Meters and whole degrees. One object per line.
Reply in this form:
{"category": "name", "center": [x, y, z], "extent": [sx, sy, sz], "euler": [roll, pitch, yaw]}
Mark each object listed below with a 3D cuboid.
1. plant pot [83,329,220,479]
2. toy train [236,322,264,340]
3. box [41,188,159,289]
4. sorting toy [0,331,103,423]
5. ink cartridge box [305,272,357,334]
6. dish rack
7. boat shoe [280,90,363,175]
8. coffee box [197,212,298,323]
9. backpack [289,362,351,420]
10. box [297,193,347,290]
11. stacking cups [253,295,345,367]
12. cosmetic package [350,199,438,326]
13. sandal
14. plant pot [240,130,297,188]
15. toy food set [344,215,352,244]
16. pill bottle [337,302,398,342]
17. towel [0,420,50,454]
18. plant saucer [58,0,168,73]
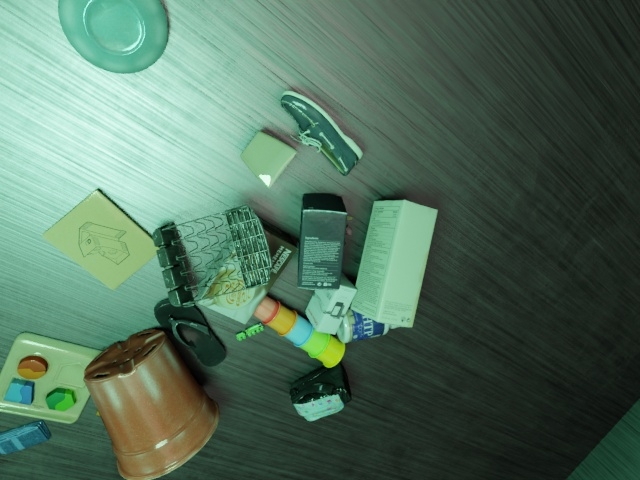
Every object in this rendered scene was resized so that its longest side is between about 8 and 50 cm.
{"category": "plant pot", "center": [-0.430, 0.387, 1.052], "extent": [0.272, 0.272, 0.265], "euler": [-21, 109, -9]}
{"category": "toy train", "center": [-0.201, 0.258, 1.197], "extent": [0.083, 0.017, 0.023], "euler": [-24, 107, -7]}
{"category": "box", "center": [-0.505, 0.003, 0.987], "extent": [0.164, 0.021, 0.201], "euler": [-40, 119, 1]}
{"category": "sorting toy", "center": [-0.649, 0.376, 1.084], "extent": [0.307, 0.041, 0.229], "euler": [25, 103, -25]}
{"category": "ink cartridge box", "center": [0.027, 0.171, 1.182], "extent": [0.063, 0.109, 0.150], "euler": [18, 105, -26]}
{"category": "dish rack", "center": [-0.246, 0.035, 0.972], "extent": [0.272, 0.074, 0.208], "euler": [-15, 92, 9]}
{"category": "boat shoe", "center": [-0.005, -0.251, 1.008], "extent": [0.254, 0.095, 0.079], "euler": [36, 86, -36]}
{"category": "coffee box", "center": [-0.189, 0.070, 1.074], "extent": [0.141, 0.098, 0.246], "euler": [32, 99, -26]}
{"category": "backpack", "center": [-0.001, 0.466, 1.281], "extent": [0.182, 0.152, 0.115], "euler": [-25, 109, 7]}
{"category": "box", "center": [0.000, 0.000, 1.066], "extent": [0.108, 0.153, 0.207], "euler": [4, 112, -4]}
{"category": "stacking cups", "center": [-0.071, 0.257, 1.194], "extent": [0.316, 0.096, 0.096], "euler": [36, 97, -27]}
{"category": "cosmetic package", "center": [0.190, 0.055, 1.111], "extent": [0.113, 0.160, 0.309], "euler": [14, 89, -22]}
{"category": "sandal", "center": [-0.338, 0.249, 1.125], "extent": [0.097, 0.054, 0.254], "euler": [-36, 118, -1]}
{"category": "plant pot", "center": [-0.127, -0.198, 0.984], "extent": [0.096, 0.109, 0.109], "euler": [37, 97, -15]}
{"category": "toy food set", "center": [0.049, -0.012, 1.163], "extent": [0.078, 0.019, 0.122], "euler": [10, 108, -22]}
{"category": "pill bottle", "center": [0.142, 0.231, 1.243], "extent": [0.187, 0.112, 0.112], "euler": [-9, 114, -15]}
{"category": "towel", "center": [-0.787, 0.523, 1.107], "extent": [0.119, 0.029, 0.067], "euler": [-17, 117, -11]}
{"category": "plant saucer", "center": [-0.395, -0.417, 0.811], "extent": [0.195, 0.037, 0.195], "euler": [-13, 130, -16]}
